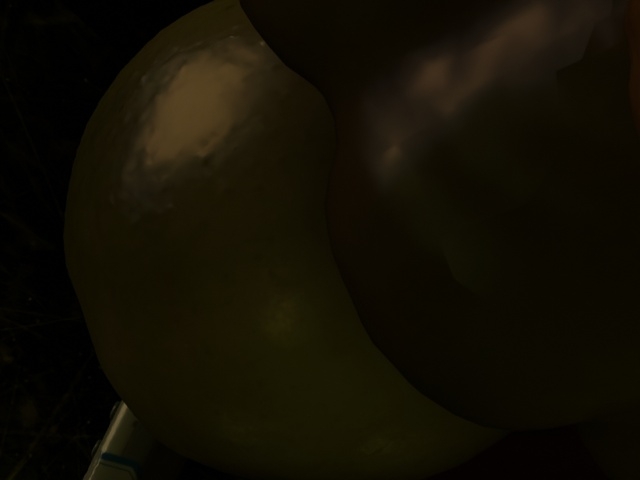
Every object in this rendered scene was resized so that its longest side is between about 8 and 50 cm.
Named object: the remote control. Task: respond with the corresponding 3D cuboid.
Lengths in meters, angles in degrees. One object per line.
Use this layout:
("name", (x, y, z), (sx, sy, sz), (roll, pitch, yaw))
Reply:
("remote control", (-0.153, 0.211, 1.337), (0.128, 0.065, 0.335), (126, 170, -77))

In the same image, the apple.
("apple", (0.000, 0.000, 1.082), (0.254, 0.292, 0.292), (-22, 14, 29))

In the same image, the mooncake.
("mooncake", (0.174, -0.115, 0.923), (0.262, 0.467, 0.467), (-30, 11, 38))

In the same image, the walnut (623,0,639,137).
("walnut", (0.222, -0.042, 0.433), (0.306, 0.306, 0.344), (-48, 2, -13))

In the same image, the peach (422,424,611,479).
("peach", (0.088, 0.051, 1.382), (0.343, 0.343, 0.302), (-48, 20, 3))
